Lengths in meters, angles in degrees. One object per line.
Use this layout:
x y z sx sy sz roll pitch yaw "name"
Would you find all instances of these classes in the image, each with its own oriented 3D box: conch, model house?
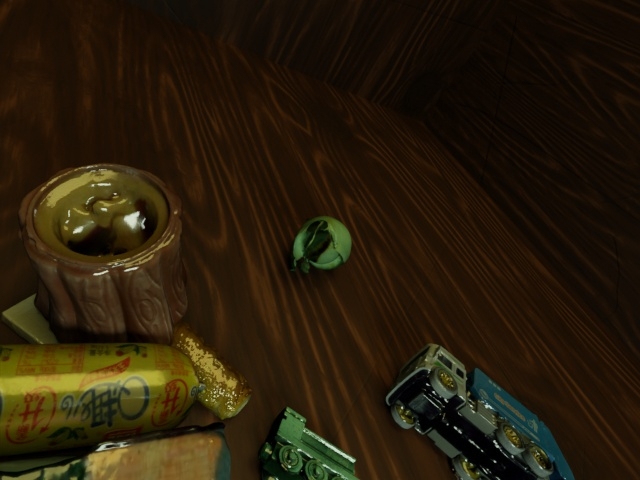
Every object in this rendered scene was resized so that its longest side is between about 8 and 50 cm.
-0.009 0.016 0.953 0.250 0.143 0.137 -24 108 -73 "conch"
-0.221 0.344 0.388 0.253 0.184 0.291 12 53 -41 "model house"

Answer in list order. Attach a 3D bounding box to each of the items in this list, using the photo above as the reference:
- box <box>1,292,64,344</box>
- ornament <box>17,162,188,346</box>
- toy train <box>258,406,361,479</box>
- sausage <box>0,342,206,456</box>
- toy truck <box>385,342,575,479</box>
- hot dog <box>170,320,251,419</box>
-0.372 0.139 0.614 0.167 0.024 0.090 37 34 3 "box"
-0.281 0.024 0.571 0.235 0.217 0.221 40 51 10 "ornament"
-0.014 0.346 0.632 0.170 0.071 0.111 33 26 -3 "toy train"
-0.312 0.189 0.503 0.347 0.123 0.123 6 43 -29 "sausage"
0.313 0.371 0.820 0.367 0.146 0.175 40 26 3 "toy truck"
-0.230 0.170 0.664 0.289 0.068 0.083 40 41 6 "hot dog"
